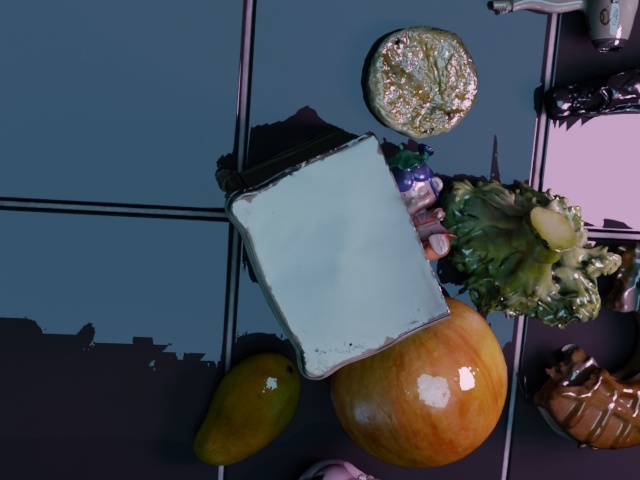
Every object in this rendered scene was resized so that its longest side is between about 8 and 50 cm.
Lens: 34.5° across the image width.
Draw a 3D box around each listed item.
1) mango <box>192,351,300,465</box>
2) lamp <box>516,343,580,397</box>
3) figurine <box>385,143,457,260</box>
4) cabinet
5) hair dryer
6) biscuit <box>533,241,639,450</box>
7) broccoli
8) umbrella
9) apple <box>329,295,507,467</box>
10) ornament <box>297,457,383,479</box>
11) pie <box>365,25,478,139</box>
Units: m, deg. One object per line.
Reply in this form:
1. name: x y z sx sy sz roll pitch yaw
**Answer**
1. mango: -0.119 0.280 1.687 0.136 0.099 0.227 34 102 -17
2. lamp: 0.400 0.227 1.783 0.121 0.041 0.054 -22 111 -7
3. figurine: 0.145 -0.056 1.626 0.111 0.102 0.195 -18 80 12
4. cabinet: 0.000 0.000 1.541 0.227 0.318 0.290 -25 103 -5
5. hair dryer: 0.416 -0.435 1.658 0.225 0.088 0.219 21 90 4
6. biscuit: 0.537 0.198 1.740 0.268 0.115 0.366 32 90 -20
7. broccoli: 0.334 -0.001 1.627 0.288 0.245 0.247 13 68 -10
8. umbrella: 0.547 -0.237 1.686 0.358 0.113 0.106 -9 74 -1
9. apple: 0.158 0.224 1.631 0.286 0.286 0.233 -25 106 -3
10. ornament: 0.038 0.442 1.700 0.178 0.177 0.177 -1 100 -8
11. pie: 0.164 -0.254 1.659 0.187 0.041 0.186 -1 100 -8
